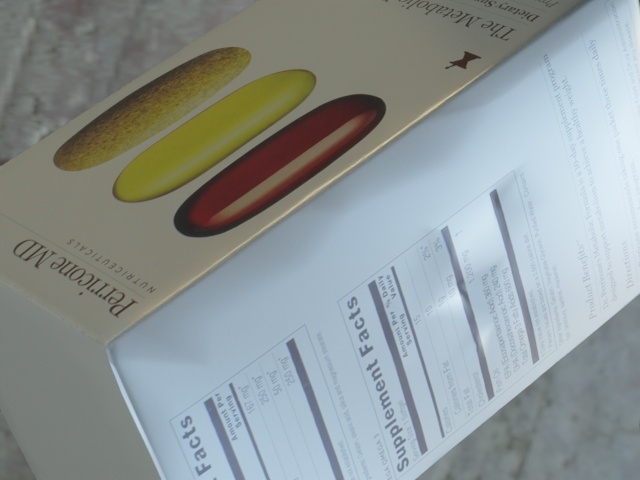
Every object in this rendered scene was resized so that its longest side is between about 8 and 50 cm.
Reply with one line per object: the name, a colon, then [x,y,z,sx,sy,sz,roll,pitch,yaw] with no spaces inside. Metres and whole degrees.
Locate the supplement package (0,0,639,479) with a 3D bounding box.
supplement package: [0.000,0.000,0.704,0.244,0.139,0.134,-37,127,-25]
